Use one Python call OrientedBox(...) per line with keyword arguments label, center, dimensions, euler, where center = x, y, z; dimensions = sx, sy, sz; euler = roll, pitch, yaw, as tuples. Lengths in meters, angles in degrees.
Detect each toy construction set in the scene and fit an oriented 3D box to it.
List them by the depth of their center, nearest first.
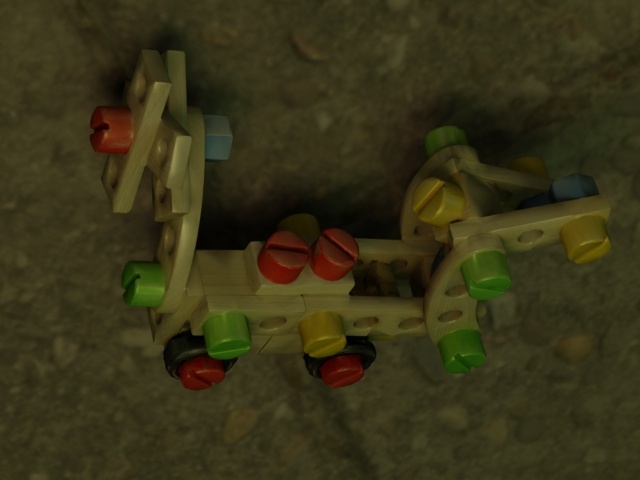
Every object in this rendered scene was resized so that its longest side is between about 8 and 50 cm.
OrientedBox(label="toy construction set", center=(0.000, 0.000, 1.156), dimensions=(0.328, 0.151, 0.215), euler=(15, 143, -18))
